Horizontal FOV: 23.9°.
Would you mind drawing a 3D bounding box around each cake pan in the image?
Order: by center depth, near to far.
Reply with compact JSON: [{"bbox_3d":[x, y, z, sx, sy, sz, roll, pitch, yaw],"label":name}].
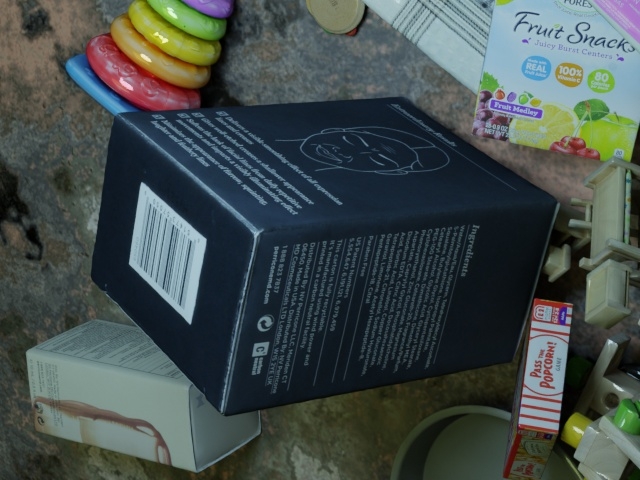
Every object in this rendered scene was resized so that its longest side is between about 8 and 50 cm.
[{"bbox_3d":[0.219,0.331,1.832,0.293,0.054,0.293,11,110,33],"label":"cake pan"}]

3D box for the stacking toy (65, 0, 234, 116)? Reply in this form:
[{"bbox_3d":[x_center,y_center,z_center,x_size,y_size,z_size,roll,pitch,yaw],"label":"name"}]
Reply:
[{"bbox_3d":[-0.169,-0.284,1.886,0.165,0.175,0.302,41,112,16],"label":"stacking toy"}]

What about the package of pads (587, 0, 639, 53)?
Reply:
[{"bbox_3d":[0.379,-0.268,1.435,0.296,0.101,0.229,43,108,-1],"label":"package of pads"}]

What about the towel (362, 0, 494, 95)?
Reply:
[{"bbox_3d":[0.187,-0.333,1.657,0.324,0.056,0.312,45,125,18],"label":"towel"}]

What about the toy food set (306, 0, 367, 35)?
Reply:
[{"bbox_3d":[0.021,-0.286,1.813,0.082,0.020,0.083,51,126,12],"label":"toy food set"}]

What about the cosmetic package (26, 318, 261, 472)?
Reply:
[{"bbox_3d":[-0.243,0.207,2.072,0.296,0.153,0.129,8,110,36],"label":"cosmetic package"}]

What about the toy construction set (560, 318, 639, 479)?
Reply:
[{"bbox_3d":[0.333,0.176,1.573,0.237,0.257,0.309,40,144,30],"label":"toy construction set"}]

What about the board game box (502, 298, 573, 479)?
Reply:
[{"bbox_3d":[0.238,0.169,1.658,0.045,0.147,0.193,9,155,6],"label":"board game box"}]

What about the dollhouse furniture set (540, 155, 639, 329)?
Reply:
[{"bbox_3d":[0.307,0.037,1.611,0.101,0.182,0.161,19,148,-17],"label":"dollhouse furniture set"}]

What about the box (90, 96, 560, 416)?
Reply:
[{"bbox_3d":[0.000,0.000,1.634,0.293,0.395,0.212,39,126,45],"label":"box"}]

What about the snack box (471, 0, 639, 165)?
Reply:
[{"bbox_3d":[0.262,-0.197,1.586,0.174,0.070,0.207,11,117,8],"label":"snack box"}]
